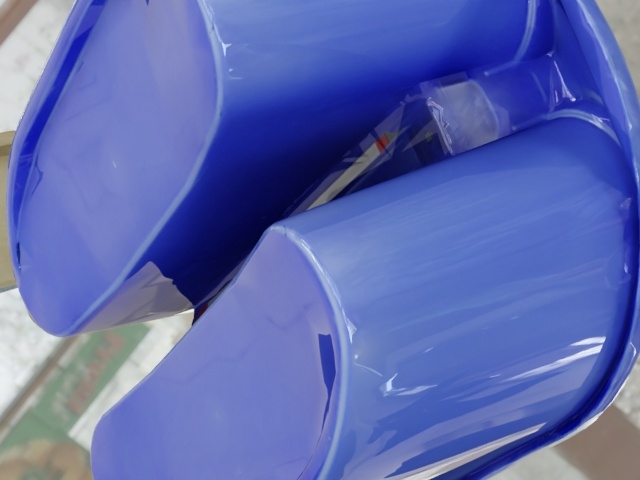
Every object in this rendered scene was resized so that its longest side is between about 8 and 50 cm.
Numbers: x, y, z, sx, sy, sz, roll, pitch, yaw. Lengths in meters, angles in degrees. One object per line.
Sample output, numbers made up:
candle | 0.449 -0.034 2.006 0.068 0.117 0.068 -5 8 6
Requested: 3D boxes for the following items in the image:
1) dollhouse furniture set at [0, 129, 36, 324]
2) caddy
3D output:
dollhouse furniture set | -0.393 -0.008 1.242 0.303 0.286 0.198 61 144 19
caddy | 0.000 0.000 0.608 0.341 0.179 0.241 -45 64 56
